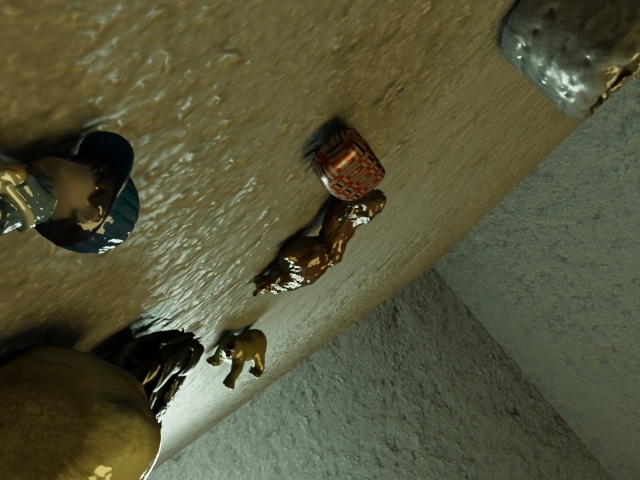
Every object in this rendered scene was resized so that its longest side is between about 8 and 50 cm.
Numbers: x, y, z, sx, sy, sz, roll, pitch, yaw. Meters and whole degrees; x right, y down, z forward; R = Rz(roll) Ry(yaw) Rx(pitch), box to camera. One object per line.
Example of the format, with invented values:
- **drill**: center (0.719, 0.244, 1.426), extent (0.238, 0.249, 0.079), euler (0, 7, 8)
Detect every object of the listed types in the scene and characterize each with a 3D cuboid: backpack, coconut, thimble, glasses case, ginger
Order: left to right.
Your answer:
- **coconut**: center (-0.274, 0.214, 0.614), extent (0.224, 0.224, 0.224), euler (-37, 167, -10)
- **backpack**: center (-0.266, 0.218, 0.818), extent (0.258, 0.133, 0.206), euler (-53, 172, 14)
- **ginger**: center (-0.002, 0.001, 0.942), extent (0.122, 0.084, 0.290), euler (7, 141, -43)
- **glasses case**: center (0.033, -0.093, 0.733), extent (0.073, 0.049, 0.194), euler (-39, 167, 8)
- **thimble**: center (0.363, -0.278, 0.775), extent (0.217, 0.157, 0.245), euler (-38, 168, -2)

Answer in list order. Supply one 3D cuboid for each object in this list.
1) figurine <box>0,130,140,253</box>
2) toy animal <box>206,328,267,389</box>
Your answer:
- **figurine**: center (-0.171, -0.020, 0.361), extent (0.077, 0.079, 0.136), euler (2, -161, 33)
- **toy animal**: center (-0.172, 0.234, 1.248), extent (0.101, 0.103, 0.219), euler (-61, 161, 9)
